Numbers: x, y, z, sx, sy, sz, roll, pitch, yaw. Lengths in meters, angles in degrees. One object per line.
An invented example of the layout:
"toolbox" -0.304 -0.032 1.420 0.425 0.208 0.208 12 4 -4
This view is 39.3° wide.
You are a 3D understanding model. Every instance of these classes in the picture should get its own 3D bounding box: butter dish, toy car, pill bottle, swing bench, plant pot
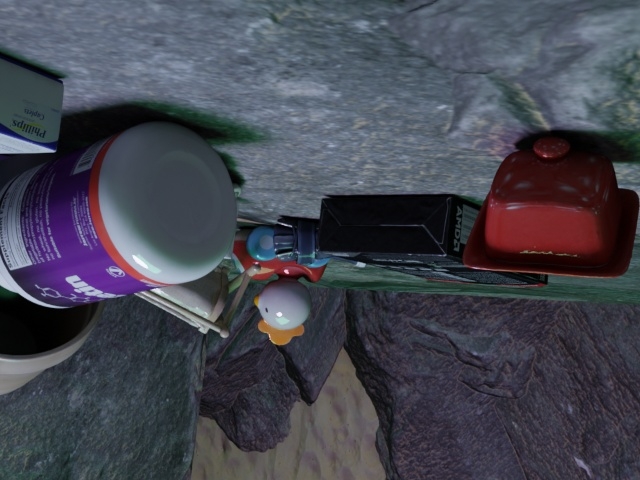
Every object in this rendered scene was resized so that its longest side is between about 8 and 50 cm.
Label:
"butter dish" 0.229 -0.048 0.887 0.160 0.118 0.160 4 -143 22
"toy car" -0.094 0.101 1.907 0.210 0.237 0.219 8 173 -15
"pill bottle" -0.265 -0.019 1.063 0.323 0.181 0.182 -13 162 40
"swing bench" -0.289 0.064 1.767 0.253 0.165 0.255 30 166 -17
"plant pot" -0.580 0.139 1.630 0.323 0.323 0.280 9 141 -23

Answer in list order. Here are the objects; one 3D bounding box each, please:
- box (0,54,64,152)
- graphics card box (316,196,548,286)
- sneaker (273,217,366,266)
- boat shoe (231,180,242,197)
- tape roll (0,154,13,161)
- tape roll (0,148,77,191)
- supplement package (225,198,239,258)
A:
"box" -0.335 -0.131 0.841 0.137 0.072 0.126 3 173 31
"graphics card box" 0.192 0.007 1.442 0.233 0.094 0.371 2 173 37
"sneaker" 0.000 0.002 1.615 0.164 0.086 0.226 5 175 -10
"boat shoe" -0.187 -0.068 1.271 0.099 0.116 0.319 43 178 0
"tape roll" -0.529 -0.076 1.442 0.275 0.090 0.275 5 173 1
"tape roll" -0.377 -0.038 1.281 0.219 0.072 0.219 -10 150 -6
"supplement package" -0.238 -0.033 1.459 0.179 0.105 0.105 13 171 -43
